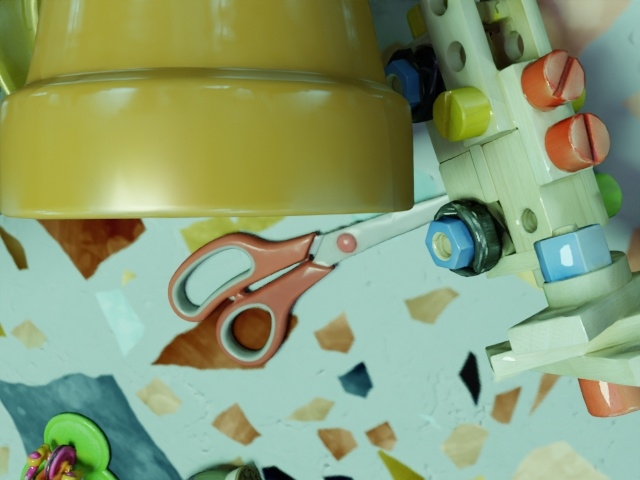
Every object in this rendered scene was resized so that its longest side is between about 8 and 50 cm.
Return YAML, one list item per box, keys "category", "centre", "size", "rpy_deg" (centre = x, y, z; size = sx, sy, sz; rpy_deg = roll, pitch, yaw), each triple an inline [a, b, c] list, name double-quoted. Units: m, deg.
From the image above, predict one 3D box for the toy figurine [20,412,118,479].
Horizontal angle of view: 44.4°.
- category: "toy figurine"
  centre: [-0.264, 0.269, 0.710]
  size: [0.130, 0.159, 0.173]
  rpy_deg: [15, 113, 13]

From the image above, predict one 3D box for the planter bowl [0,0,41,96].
- category: "planter bowl"
  centre: [-0.111, -0.154, 0.536]
  size: [0.217, 0.090, 0.217]
  rpy_deg: [4, 111, 11]

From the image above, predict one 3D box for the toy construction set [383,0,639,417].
- category: "toy construction set"
  centre: [0.121, -0.076, 0.416]
  size: [0.215, 0.151, 0.328]
  rpy_deg: [-21, 71, 62]

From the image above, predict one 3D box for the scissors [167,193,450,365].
- category: "scissors"
  centre: [0.000, 0.000, 0.598]
  size: [0.297, 0.021, 0.109]
  rpy_deg: [-37, 93, 28]

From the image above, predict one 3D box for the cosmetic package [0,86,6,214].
- category: "cosmetic package"
  centre: [-0.332, -0.053, 0.530]
  size: [0.113, 0.309, 0.160]
  rpy_deg: [-17, 102, 23]

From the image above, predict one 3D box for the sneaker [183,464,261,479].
- category: "sneaker"
  centre: [-0.084, 0.296, 0.713]
  size: [0.086, 0.064, 0.192]
  rpy_deg: [-9, 100, 19]

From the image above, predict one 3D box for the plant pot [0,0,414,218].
- category: "plant pot"
  centre: [-0.056, -0.108, 0.399]
  size: [0.205, 0.205, 0.188]
  rpy_deg: [0, 93, 18]
